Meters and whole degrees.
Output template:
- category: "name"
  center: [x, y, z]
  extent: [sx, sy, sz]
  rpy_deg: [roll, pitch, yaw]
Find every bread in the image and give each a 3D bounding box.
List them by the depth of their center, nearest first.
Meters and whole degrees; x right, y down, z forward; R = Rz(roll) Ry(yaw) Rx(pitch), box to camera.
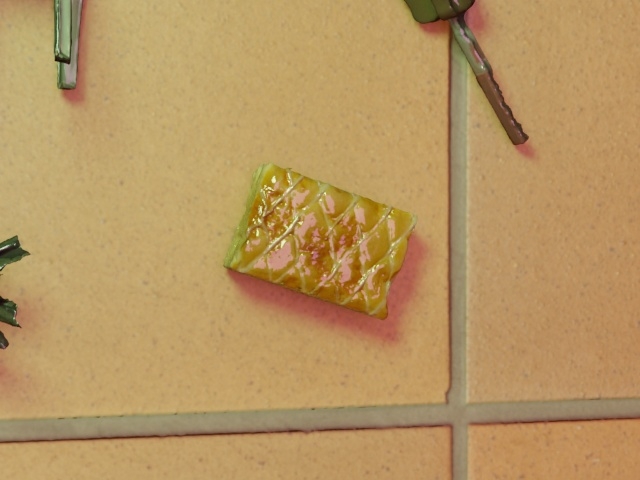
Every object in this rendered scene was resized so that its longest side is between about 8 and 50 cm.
- category: "bread"
  center: [0.001, 0.000, 1.870]
  extent: [0.188, 0.068, 0.125]
  rpy_deg: [19, 86, -15]

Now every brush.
- category: "brush"
  center: [0.156, -0.236, 1.909]
  extent: [0.071, 0.084, 0.301]
  rpy_deg: [-32, 105, -14]

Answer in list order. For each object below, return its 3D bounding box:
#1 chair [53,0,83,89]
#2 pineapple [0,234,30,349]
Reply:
- category: "chair"
  center: [-0.316, -0.310, 1.711]
  extent: [0.203, 0.190, 0.275]
  rpy_deg: [4, 84, -16]
- category: "pineapple"
  center: [-0.468, 0.009, 1.694]
  extent: [0.364, 0.165, 0.166]
  rpy_deg: [24, 85, -17]
